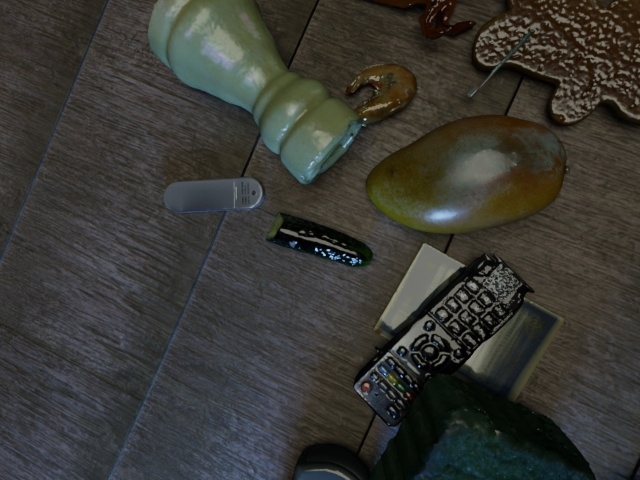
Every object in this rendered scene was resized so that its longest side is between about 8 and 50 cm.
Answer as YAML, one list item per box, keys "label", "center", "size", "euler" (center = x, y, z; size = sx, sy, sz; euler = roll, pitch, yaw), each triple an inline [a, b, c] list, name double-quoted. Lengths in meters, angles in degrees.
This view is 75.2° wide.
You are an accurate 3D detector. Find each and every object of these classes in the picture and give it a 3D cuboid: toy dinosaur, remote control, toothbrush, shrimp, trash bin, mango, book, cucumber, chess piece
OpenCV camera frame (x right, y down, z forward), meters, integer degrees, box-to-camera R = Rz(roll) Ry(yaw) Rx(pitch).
- label: "toy dinosaur"
  center: [0.228, -0.521, 0.878]
  size: [0.433, 0.097, 0.208]
  euler: [-13, 94, 16]
- label: "remote control"
  center: [-0.252, -0.106, 0.978]
  size: [0.245, 0.022, 0.077]
  euler: [-2, 90, 8]
- label: "toothbrush"
  center: [0.361, -0.357, 0.847]
  size: [0.167, 0.011, 0.014]
  euler: [-47, 75, 13]
- label: "shrimp"
  center: [0.120, -0.321, 0.922]
  size: [0.188, 0.051, 0.132]
  euler: [-29, 65, 1]
- label: "trash bin"
  center: [0.008, 0.558, 0.873]
  size: [0.177, 0.101, 0.236]
  euler: [22, 93, 8]
- label: "mango"
  center: [0.272, -0.125, 0.815]
  size: [0.384, 0.199, 0.221]
  euler: [-3, 94, 21]
- label: "book"
  center: [0.306, 0.178, 0.880]
  size: [0.323, 0.018, 0.228]
  euler: [31, 94, 9]
- label: "cucumber"
  center: [0.000, 0.001, 0.910]
  size: [0.242, 0.074, 0.074]
  euler: [17, 90, 7]
- label: "chess piece"
  center: [-0.126, -0.329, 0.880]
  size: [0.234, 0.234, 0.442]
  euler: [-45, 87, 5]
- label: "remote control"
  center: [0.238, 0.198, 0.850]
  size: [0.144, 0.062, 0.399]
  euler: [45, 97, 8]

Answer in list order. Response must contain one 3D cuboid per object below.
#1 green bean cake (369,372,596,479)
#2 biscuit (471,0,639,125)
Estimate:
- label: "green bean cake"
  center: [0.282, 0.439, 0.777]
  size: [0.300, 0.169, 0.307]
  euler: [26, 101, -6]
- label: "biscuit"
  center: [0.535, -0.371, 0.843]
  size: [0.432, 0.064, 0.282]
  euler: [31, 99, 10]
